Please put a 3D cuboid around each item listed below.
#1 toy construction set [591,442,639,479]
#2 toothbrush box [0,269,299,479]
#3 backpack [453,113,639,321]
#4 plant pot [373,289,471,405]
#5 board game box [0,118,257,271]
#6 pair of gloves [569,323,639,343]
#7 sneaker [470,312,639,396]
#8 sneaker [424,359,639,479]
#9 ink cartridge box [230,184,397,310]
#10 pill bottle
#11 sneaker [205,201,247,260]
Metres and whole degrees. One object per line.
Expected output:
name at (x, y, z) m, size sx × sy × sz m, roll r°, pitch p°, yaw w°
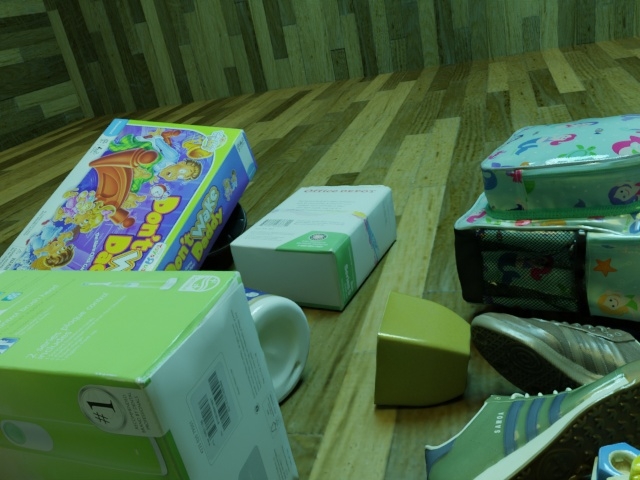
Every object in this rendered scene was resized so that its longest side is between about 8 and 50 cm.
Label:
toy construction set at (0.314, 0.157, 0.248) m, size 0.327 × 0.151 × 0.215 m, roll -18°, pitch 24°, yaw 13°
toothbrush box at (-0.182, 0.138, 0.428) m, size 0.283 × 0.206 × 0.122 m, roll 0°, pitch 27°, yaw 23°
backpack at (0.285, -0.023, 0.564) m, size 0.253 × 0.191 × 0.225 m, roll 10°, pitch 29°, yaw 33°
plant pot at (0.099, 0.105, 0.535) m, size 0.083 × 0.082 × 0.081 m, roll 6°, pitch 27°, yaw 13°
board game box at (-0.265, -0.018, 0.771) m, size 0.233 × 0.078 × 0.347 m, roll 9°, pitch 54°, yaw 21°
pair of gloves at (0.281, 0.084, 0.567) m, size 0.159 × 0.023 × 0.198 m, roll -4°, pitch 24°, yaw 20°
sneaker at (0.222, 0.103, 0.473) m, size 0.188 × 0.066 × 0.071 m, roll 27°, pitch 54°, yaw 30°
sneaker at (0.157, 0.134, 0.413) m, size 0.192 × 0.064 × 0.086 m, roll -34°, pitch 23°, yaw -1°
ink cartridge box at (0.000, 0.000, 0.795) m, size 0.154 × 0.093 × 0.212 m, roll 2°, pitch 29°, yaw 27°
pill bottle at (-0.114, 0.099, 0.601) m, size 0.186 × 0.112 × 0.112 m, roll 8°, pitch 31°, yaw 39°
sneaker at (-0.244, 0.022, 0.890) m, size 0.283 × 0.107 × 0.124 m, roll -22°, pitch -5°, yaw -4°
